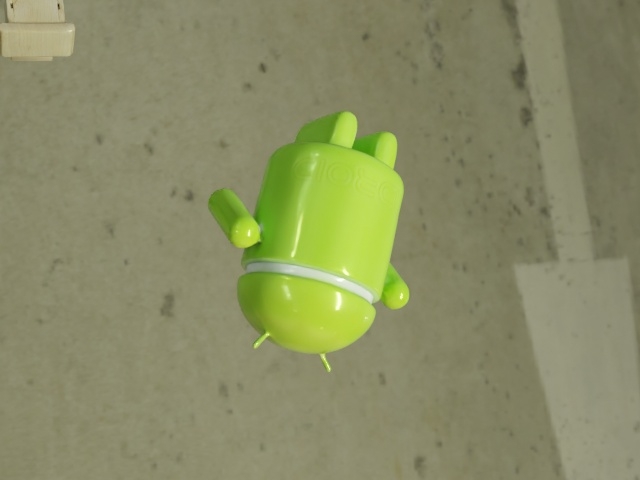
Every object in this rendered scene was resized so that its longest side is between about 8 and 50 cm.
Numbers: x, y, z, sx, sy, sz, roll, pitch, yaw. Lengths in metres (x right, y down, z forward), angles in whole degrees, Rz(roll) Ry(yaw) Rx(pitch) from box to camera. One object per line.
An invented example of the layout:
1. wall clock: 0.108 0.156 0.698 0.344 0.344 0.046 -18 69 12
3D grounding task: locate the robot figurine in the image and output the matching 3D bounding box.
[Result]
1. robot figurine: 0.000 0.000 0.472 0.101 0.067 0.115 23 73 -32

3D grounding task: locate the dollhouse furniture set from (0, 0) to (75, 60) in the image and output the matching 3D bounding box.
1. dollhouse furniture set: -0.285 -0.115 0.826 0.160 0.182 0.101 -4 70 -18
